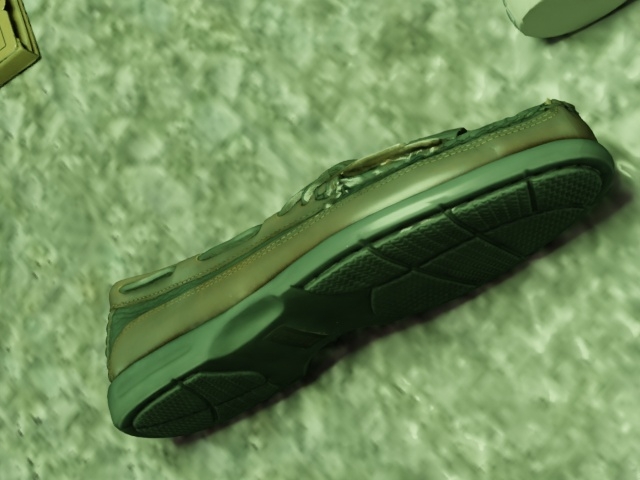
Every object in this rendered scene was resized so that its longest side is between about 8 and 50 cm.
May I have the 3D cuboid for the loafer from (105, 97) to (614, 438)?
[{"bbox_3d":[0.000,0.000,0.619,0.268,0.096,0.084,-31,61,23],"label":"loafer"}]

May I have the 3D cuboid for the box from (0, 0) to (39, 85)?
[{"bbox_3d":[-0.272,-0.128,0.838,0.201,0.021,0.164,-31,66,21],"label":"box"}]

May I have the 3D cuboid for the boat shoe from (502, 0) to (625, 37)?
[{"bbox_3d":[0.152,-0.159,0.585,0.184,0.066,0.063,-35,66,30],"label":"boat shoe"}]
